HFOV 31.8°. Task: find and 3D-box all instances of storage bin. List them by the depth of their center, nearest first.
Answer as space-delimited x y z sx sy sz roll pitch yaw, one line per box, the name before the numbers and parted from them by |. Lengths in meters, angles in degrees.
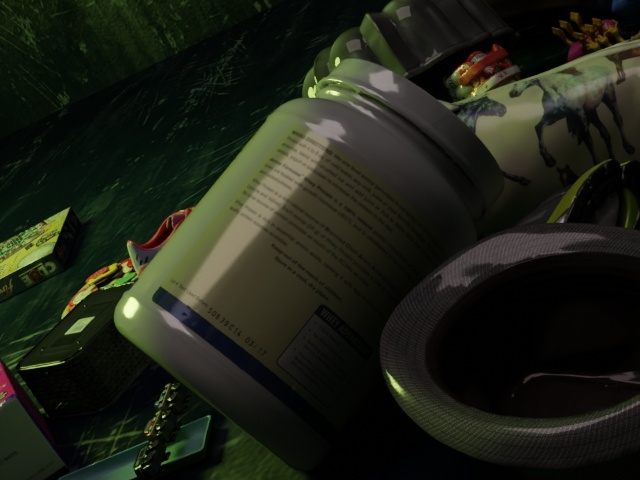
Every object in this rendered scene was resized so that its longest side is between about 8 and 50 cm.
storage bin | -0.285 0.137 1.442 0.122 0.084 0.180 -12 25 37

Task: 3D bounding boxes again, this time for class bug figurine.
bug figurine | 0.449 -0.304 1.554 0.216 0.072 0.279 -36 25 -1

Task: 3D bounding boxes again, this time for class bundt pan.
bundt pan | 0.109 -0.243 1.579 0.331 0.124 0.331 -31 -8 -5

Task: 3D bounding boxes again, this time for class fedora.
fedora | 0.189 0.103 0.840 0.244 0.124 0.275 -42 32 -27

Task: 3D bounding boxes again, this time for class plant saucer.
plant saucer | -0.199 0.240 1.178 0.192 0.018 0.067 -25 21 12
plant saucer | 0.296 -0.352 1.755 0.310 0.050 0.310 -12 0 0

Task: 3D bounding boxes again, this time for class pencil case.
pencil case | 0.275 -0.122 1.189 0.410 0.183 0.160 -20 22 20

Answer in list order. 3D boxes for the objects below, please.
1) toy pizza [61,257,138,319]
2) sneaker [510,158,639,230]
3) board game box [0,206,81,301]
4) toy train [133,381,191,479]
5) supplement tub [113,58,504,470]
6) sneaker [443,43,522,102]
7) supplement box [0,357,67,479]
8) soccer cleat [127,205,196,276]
toy pizza | -0.314 0.065 1.725 0.201 0.032 0.201 -25 21 10
sneaker | 0.194 0.044 1.045 0.300 0.111 0.121 -38 3 -24
board game box | -0.542 0.029 2.094 0.165 0.042 0.243 -26 20 6
toy train | -0.167 0.198 1.176 0.036 0.027 0.158 -33 18 19
supplement tub | -0.005 0.019 1.035 0.325 0.235 0.235 -51 25 -10
sneaker | 0.238 -0.159 1.376 0.090 0.145 0.270 -32 21 -9
supplement box | -0.392 0.226 1.332 0.111 0.114 0.220 -35 19 -14
soccer cleat | -0.171 -0.022 1.655 0.248 0.095 0.083 -38 22 -23
